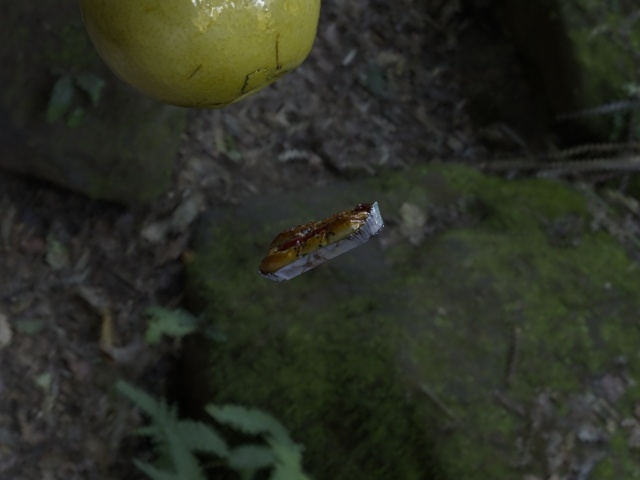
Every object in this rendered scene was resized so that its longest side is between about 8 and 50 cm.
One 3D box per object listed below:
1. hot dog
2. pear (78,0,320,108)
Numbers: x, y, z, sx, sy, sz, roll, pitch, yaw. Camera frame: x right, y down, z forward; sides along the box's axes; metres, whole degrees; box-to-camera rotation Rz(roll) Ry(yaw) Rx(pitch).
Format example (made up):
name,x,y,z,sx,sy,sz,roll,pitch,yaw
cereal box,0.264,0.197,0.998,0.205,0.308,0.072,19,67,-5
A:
name,x,y,z,sx,sy,sz,roll,pitch,yaw
hot dog,0.000,0.000,1.843,0.059,0.191,0.108,60,26,-12
pear,-0.171,-0.351,1.970,0.348,0.348,0.348,30,28,-18
